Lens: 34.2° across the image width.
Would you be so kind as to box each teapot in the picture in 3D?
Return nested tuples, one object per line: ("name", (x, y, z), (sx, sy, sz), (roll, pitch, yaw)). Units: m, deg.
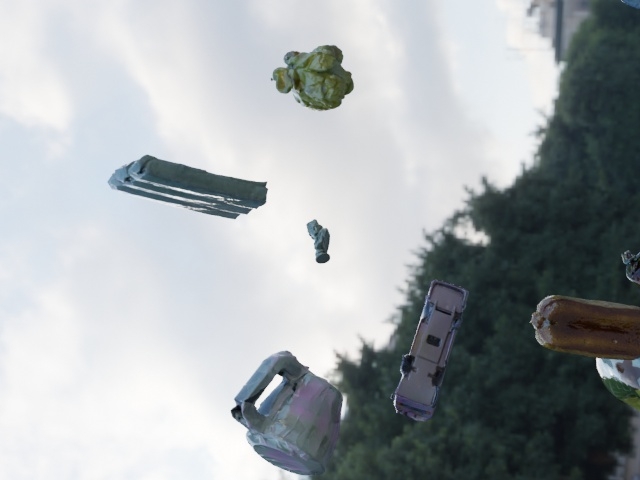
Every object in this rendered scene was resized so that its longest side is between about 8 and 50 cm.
("teapot", (-0.062, 0.322, 1.954), (0.178, 0.222, 0.163), (-63, 10, -27))

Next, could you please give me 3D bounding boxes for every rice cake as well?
("rice cake", (-0.184, -0.074, 1.448), (0.211, 0.124, 0.038), (11, -106, -31))

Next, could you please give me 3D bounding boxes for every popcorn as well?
("popcorn", (-0.006, -0.321, 2.078), (0.162, 0.141, 0.135), (-28, -53, -31))

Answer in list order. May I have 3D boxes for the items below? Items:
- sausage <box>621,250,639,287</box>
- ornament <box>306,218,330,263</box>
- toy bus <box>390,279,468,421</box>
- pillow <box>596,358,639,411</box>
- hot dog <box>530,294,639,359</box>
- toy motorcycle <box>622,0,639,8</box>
("sausage", (0.678, 0.125, 1.780), (0.082, 0.372, 0.082), (-54, -7, -10))
("ornament", (0.001, 0.003, 2.010), (0.092, 0.041, 0.068), (-117, 21, -67))
("toy bus", (0.219, 0.220, 2.078), (0.112, 0.090, 0.274), (92, -162, -59))
("pillow", (0.520, 0.231, 1.605), (0.086, 0.214, 0.233), (-46, 10, -5))
("hot dog", (0.331, 0.107, 1.268), (0.045, 0.165, 0.071), (179, 99, -69))
("toy motorcycle", (0.515, -0.470, 1.599), (0.260, 0.206, 0.154), (41, -144, -57))
